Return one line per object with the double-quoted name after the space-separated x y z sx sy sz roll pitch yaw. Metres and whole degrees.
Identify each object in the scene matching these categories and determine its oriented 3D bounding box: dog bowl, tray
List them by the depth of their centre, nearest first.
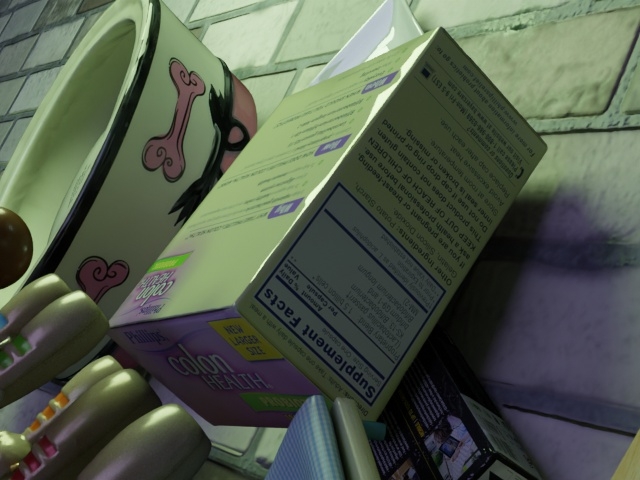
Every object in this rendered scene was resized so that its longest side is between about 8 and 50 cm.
0.002 -0.093 1.048 0.270 0.030 0.145 -45 32 20 "tray"
-0.214 -0.040 1.165 0.408 0.150 0.408 -45 28 33 "dog bowl"

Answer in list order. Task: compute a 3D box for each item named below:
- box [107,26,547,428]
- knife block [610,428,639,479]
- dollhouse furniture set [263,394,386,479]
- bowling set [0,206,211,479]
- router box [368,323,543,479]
0.000 0.000 0.799 0.243 0.117 0.213 -54 20 -25 "box"
0.177 0.122 0.509 0.275 0.088 0.242 -35 35 35 "knife block"
-0.083 0.191 0.621 0.286 0.198 0.303 -107 34 -54 "dollhouse furniture set"
-0.209 0.093 0.749 0.154 0.200 0.287 -39 13 -15 "bowling set"
0.049 0.136 0.721 0.133 0.046 0.179 -49 25 11 "router box"
